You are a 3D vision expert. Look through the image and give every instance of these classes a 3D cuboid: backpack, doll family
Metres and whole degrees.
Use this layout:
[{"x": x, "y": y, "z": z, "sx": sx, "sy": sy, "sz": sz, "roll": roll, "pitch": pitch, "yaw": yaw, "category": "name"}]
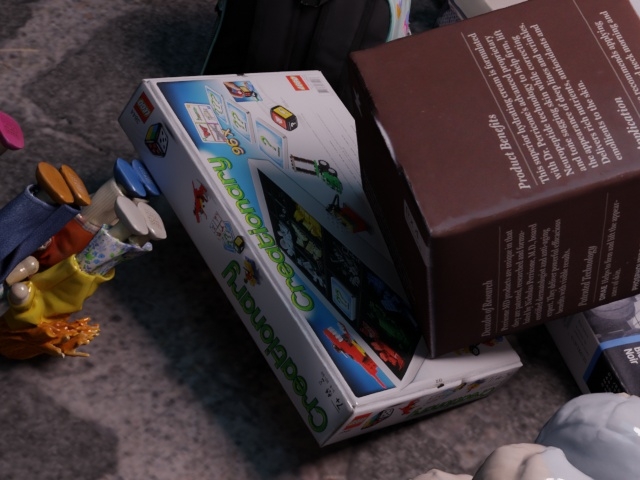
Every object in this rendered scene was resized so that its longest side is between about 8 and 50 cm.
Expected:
[{"x": -0.003, "y": -0.193, "z": 1.333, "sx": 0.166, "sy": 0.188, "sz": 0.144, "roll": 22, "pitch": 46, "yaw": 9, "category": "backpack"}, {"x": -0.214, "y": 0.017, "z": 1.075, "sx": 0.263, "sy": 0.163, "sz": 0.118, "roll": 22, "pitch": 32, "yaw": -58, "category": "doll family"}]

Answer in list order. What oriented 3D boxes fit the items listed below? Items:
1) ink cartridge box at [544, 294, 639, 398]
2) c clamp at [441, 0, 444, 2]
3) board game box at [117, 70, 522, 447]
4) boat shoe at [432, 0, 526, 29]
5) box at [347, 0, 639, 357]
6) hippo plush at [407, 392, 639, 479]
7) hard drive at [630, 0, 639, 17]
[{"x": 0.359, "y": 0.076, "z": 1.252, "sx": 0.333, "sy": 0.065, "sz": 0.165, "roll": -8, "pitch": 49, "yaw": -22, "category": "ink cartridge box"}, {"x": 0.116, "y": -0.213, "z": 1.502, "sx": 0.137, "sy": 0.022, "sz": 0.160, "roll": -17, "pitch": 54, "yaw": -21, "category": "c clamp"}, {"x": 0.000, "y": 0.000, "z": 1.170, "sx": 0.193, "sy": 0.053, "sz": 0.305, "roll": -9, "pitch": 58, "yaw": -45, "category": "board game box"}, {"x": 0.207, "y": -0.079, "z": 1.308, "sx": 0.127, "sy": 0.158, "sz": 0.340, "roll": -17, "pitch": 62, "yaw": -35, "category": "boat shoe"}, {"x": 0.144, "y": -0.051, "z": 1.091, "sx": 0.203, "sy": 0.167, "sz": 0.168, "roll": -17, "pitch": 57, "yaw": -5, "category": "box"}, {"x": 0.210, "y": 0.194, "z": 0.982, "sx": 0.294, "sy": 0.234, "sz": 0.236, "roll": 33, "pitch": 49, "yaw": 18, "category": "hippo plush"}, {"x": 0.286, "y": -0.156, "z": 1.367, "sx": 0.040, "sy": 0.210, "sz": 0.318, "roll": -41, "pitch": 61, "yaw": -1, "category": "hard drive"}]
